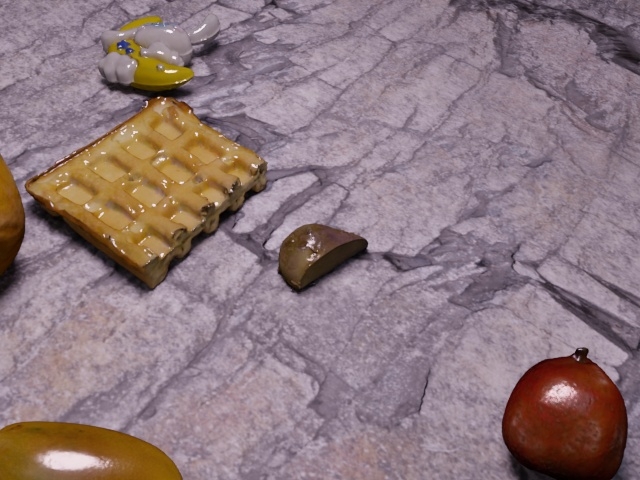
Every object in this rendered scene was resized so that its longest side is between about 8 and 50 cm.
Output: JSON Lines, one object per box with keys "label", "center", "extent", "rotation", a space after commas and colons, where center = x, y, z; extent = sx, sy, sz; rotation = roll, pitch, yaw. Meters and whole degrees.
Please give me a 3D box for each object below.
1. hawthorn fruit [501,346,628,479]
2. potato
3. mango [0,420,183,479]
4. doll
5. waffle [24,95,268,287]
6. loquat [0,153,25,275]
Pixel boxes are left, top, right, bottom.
{"label": "hawthorn fruit", "center": [0.348, 0.242, 0.826], "extent": [0.169, 0.169, 0.187], "rotation": [17, 93, 5]}
{"label": "potato", "center": [0.000, 0.000, 1.027], "extent": [0.172, 0.089, 0.100], "rotation": [-28, 58, -25]}
{"label": "mango", "center": [-0.300, 0.303, 0.732], "extent": [0.254, 0.113, 0.138], "rotation": [12, 47, -8]}
{"label": "doll", "center": [-0.361, -0.425, 1.297], "extent": [0.252, 0.111, 0.237], "rotation": [1, 50, 3]}
{"label": "waffle", "center": [-0.306, -0.110, 1.079], "extent": [0.304, 0.077, 0.348], "rotation": [32, 55, 18]}
{"label": "loquat", "center": [-0.586, -0.048, 0.861], "extent": [0.276, 0.276, 0.283], "rotation": [-20, 68, -22]}
